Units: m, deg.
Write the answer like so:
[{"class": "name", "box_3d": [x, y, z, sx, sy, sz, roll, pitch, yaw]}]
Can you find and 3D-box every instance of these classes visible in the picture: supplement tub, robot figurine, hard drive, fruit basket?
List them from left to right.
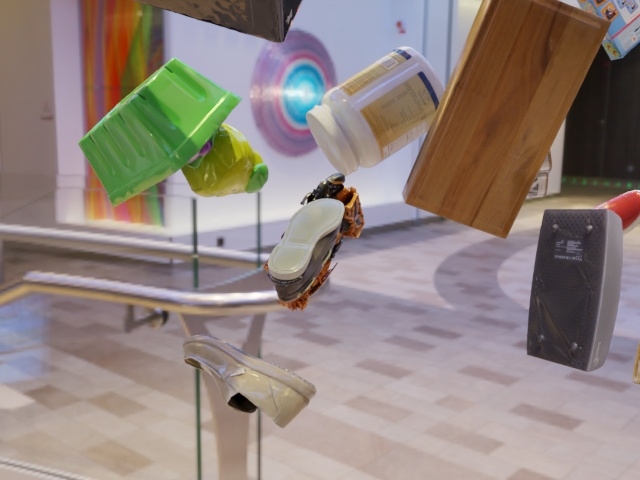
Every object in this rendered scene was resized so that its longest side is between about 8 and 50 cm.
[{"class": "fruit basket", "box_3d": [-0.301, -0.189, 1.691, 0.392, 0.392, 0.283, 8, 49, 35]}, {"class": "robot figurine", "box_3d": [0.000, 0.000, 1.583, 0.085, 0.211, 0.291, 24, 62, 28]}, {"class": "supplement tub", "box_3d": [0.144, -0.330, 1.941, 0.316, 0.228, 0.228, -33, 17, -8]}, {"class": "hard drive", "box_3d": [0.417, 0.076, 1.231, 0.054, 0.254, 0.172, 8, -1, -21]}]

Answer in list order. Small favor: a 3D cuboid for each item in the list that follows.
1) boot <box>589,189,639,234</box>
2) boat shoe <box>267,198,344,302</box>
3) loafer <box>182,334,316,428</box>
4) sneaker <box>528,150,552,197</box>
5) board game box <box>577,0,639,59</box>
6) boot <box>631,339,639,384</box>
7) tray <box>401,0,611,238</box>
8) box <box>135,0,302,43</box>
[{"class": "boot", "box_3d": [0.672, -0.054, 1.853, 0.176, 0.088, 0.244, 18, -45, -44]}, {"class": "boat shoe", "box_3d": [-0.021, 0.010, 1.235, 0.081, 0.068, 0.228, 11, 38, 21]}, {"class": "loafer", "box_3d": [-0.135, 0.229, 1.231, 0.268, 0.092, 0.102, 14, -21, 36]}, {"class": "sneaker", "box_3d": [0.429, -0.156, 1.687, 0.153, 0.099, 0.282, -10, -15, 10]}, {"class": "board game box", "box_3d": [0.600, -0.500, 1.522, 0.160, 0.211, 0.039, -40, 16, -13]}, {"class": "boot", "box_3d": [0.687, 0.169, 1.537, 0.089, 0.269, 0.236, 13, -8, 18]}, {"class": "tray", "box_3d": [0.316, -0.224, 1.324, 0.203, 0.411, 0.076, 19, 19, -6]}, {"class": "box", "box_3d": [-0.235, -0.614, 1.161, 0.472, 0.297, 0.480, 20, -21, 7]}]
